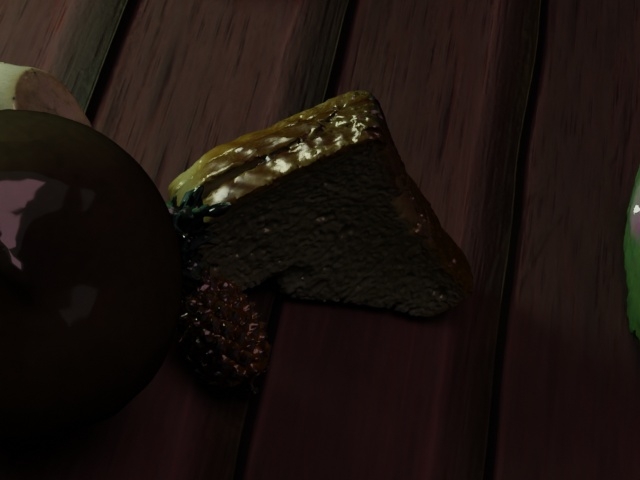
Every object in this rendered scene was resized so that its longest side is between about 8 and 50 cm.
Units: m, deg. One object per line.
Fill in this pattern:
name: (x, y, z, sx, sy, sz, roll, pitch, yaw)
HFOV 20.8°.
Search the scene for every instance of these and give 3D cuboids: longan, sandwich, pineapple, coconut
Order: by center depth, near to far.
longan: (-0.262, 0.029, 1.541, 0.297, 0.297, 0.297, 13, 48, -14)
pineapple: (-0.106, 0.053, 1.686, 0.083, 0.103, 0.221, -34, 108, -38)
coconut: (-0.315, -0.084, 1.723, 0.161, 0.162, 0.161, 34, 40, -35)
sandwich: (-0.001, -0.003, 1.816, 0.254, 0.288, 0.099, -28, 41, 9)

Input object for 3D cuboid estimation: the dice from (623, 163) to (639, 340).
dice: (0.540, -0.002, 1.918, 0.322, 0.318, 0.330, 12, 49, -14)
